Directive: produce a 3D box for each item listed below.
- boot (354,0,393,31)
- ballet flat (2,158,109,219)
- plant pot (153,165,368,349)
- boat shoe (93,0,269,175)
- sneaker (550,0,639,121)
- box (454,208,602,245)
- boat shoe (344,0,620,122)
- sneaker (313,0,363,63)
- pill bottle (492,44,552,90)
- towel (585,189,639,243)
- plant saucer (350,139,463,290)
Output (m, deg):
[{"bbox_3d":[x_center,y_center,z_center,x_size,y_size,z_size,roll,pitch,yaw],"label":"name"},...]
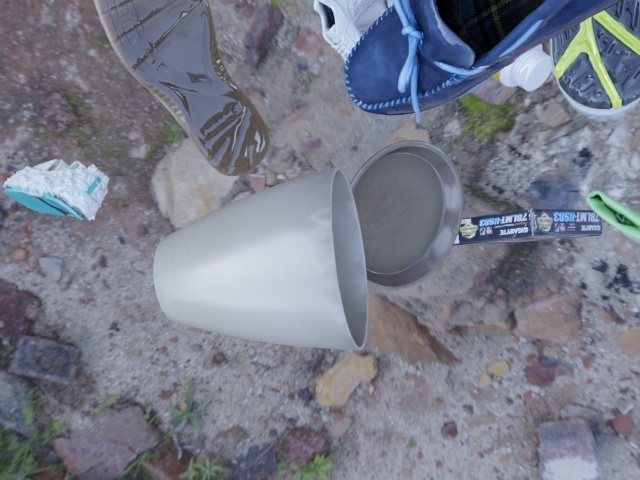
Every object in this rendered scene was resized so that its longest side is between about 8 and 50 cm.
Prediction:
[{"bbox_3d":[0.126,-0.375,1.089,0.123,0.095,0.258,38,56,5],"label":"boot"},{"bbox_3d":[-0.613,-0.127,1.624,0.408,0.146,0.147,11,97,46],"label":"ballet flat"},{"bbox_3d":[-0.088,0.042,0.987,0.273,0.256,0.257,-8,94,11],"label":"plant pot"},{"bbox_3d":[-0.152,-0.192,0.720,0.104,0.089,0.285,-33,128,-9],"label":"boat shoe"},{"bbox_3d":[0.315,-0.317,0.750,0.145,0.147,0.385,11,87,17],"label":"sneaker"},{"bbox_3d":[0.487,-0.031,1.700,0.295,0.293,0.074,-2,89,-39],"label":"box"},{"bbox_3d":[0.094,-0.158,0.446,0.258,0.089,0.109,-30,82,48],"label":"boat shoe"},{"bbox_3d":[0.034,-0.276,0.953,0.053,0.061,0.152,-21,104,41],"label":"sneaker"},{"bbox_3d":[0.402,-0.419,1.513,0.117,0.117,0.215,-47,58,6],"label":"pill bottle"},{"bbox_3d":[0.237,0.008,0.462,0.113,0.152,0.023,37,106,27],"label":"towel"},{"bbox_3d":[0.144,-0.045,1.245,0.277,0.041,0.278,-11,111,-30],"label":"plant saucer"}]
